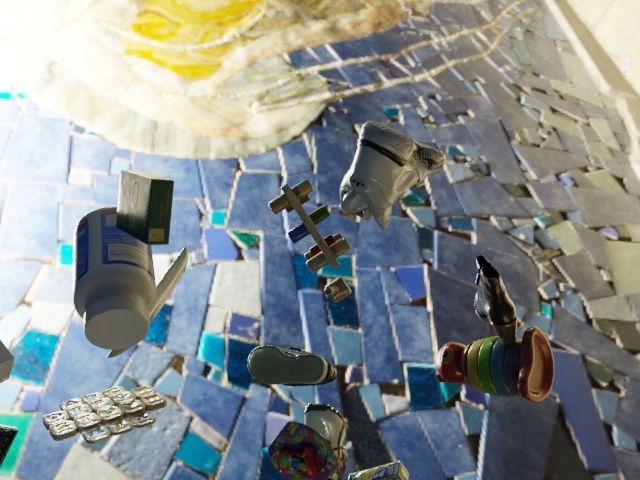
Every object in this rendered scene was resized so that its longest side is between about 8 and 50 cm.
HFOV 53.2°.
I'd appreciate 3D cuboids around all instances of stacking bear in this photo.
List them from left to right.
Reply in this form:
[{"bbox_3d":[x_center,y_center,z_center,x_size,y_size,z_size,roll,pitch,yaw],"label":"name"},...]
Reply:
[{"bbox_3d":[0.428,0.318,1.638,0.289,0.164,0.175,-5,62,41],"label":"stacking bear"}]

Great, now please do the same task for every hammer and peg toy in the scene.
[{"bbox_3d":[0.000,0.000,1.741,0.361,0.127,0.266,57,180,-5],"label":"hammer and peg toy"}]

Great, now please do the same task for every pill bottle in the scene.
[{"bbox_3d":[-0.396,0.072,1.230,0.272,0.152,0.152,-111,31,-44],"label":"pill bottle"}]

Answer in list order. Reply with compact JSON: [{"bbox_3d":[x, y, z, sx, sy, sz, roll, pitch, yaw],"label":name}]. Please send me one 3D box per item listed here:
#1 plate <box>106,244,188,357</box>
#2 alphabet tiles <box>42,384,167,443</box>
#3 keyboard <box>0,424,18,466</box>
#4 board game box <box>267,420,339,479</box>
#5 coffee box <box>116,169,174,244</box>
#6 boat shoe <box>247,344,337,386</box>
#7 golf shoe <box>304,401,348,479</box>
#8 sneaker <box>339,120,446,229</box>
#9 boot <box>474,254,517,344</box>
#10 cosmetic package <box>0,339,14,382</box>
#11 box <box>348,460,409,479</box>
[{"bbox_3d":[-0.453,0.175,1.717,0.277,0.045,0.278,-42,16,48],"label":"plate"},{"bbox_3d":[-0.547,0.434,1.629,0.278,0.284,0.021,11,109,54],"label":"alphabet tiles"},{"bbox_3d":[-0.485,0.264,0.792,0.108,0.180,0.023,-82,-1,-47],"label":"keyboard"},{"bbox_3d":[-0.046,0.445,1.287,0.133,0.033,0.168,40,123,11],"label":"board game box"},{"bbox_3d":[-0.308,-0.061,1.111,0.184,0.040,0.113,16,101,56],"label":"coffee box"},{"bbox_3d":[-0.089,0.409,2.061,0.340,0.113,0.127,-9,67,39],"label":"boat shoe"},{"bbox_3d":[0.014,0.523,1.590,0.120,0.105,0.272,-69,-28,-56],"label":"golf shoe"},{"bbox_3d":[0.160,-0.144,1.478,0.137,0.366,0.210,32,104,25],"label":"sneaker"},{"bbox_3d":[0.433,0.122,1.617,0.248,0.090,0.206,-98,-11,-67],"label":"boot"},{"bbox_3d":[-0.845,0.228,1.226,0.284,0.377,0.097,44,130,14],"label":"cosmetic package"},{"bbox_3d":[0.162,0.679,1.801,0.059,0.169,0.054,59,-155,-16],"label":"box"}]
